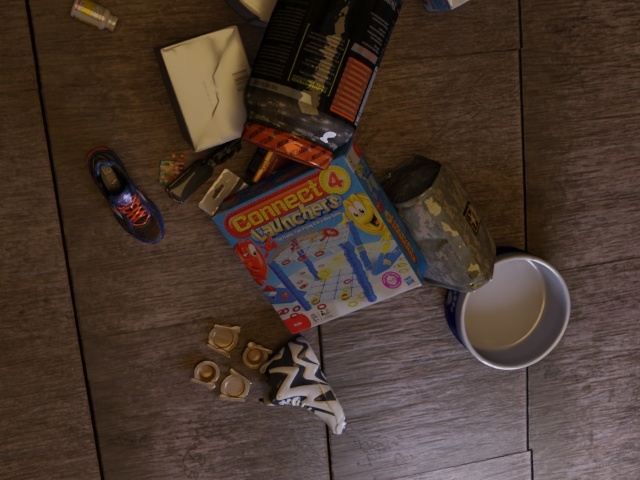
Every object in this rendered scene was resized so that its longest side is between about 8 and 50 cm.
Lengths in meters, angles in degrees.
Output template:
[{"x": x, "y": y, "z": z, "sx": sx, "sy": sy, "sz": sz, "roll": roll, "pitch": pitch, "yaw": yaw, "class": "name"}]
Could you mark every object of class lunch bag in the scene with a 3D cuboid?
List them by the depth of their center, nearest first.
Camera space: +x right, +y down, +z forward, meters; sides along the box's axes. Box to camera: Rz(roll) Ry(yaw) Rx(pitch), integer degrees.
[{"x": 0.237, "y": -0.033, "z": 1.732, "sx": 0.169, "sy": 0.287, "sz": 0.235, "roll": -34, "pitch": 107, "yaw": -4, "class": "lunch bag"}]

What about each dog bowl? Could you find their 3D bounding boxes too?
[{"x": 0.419, "y": 0.149, "z": 1.913, "sx": 0.264, "sy": 0.104, "sz": 0.265, "roll": -3, "pitch": 104, "yaw": -13, "class": "dog bowl"}]

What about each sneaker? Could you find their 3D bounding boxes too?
[{"x": -0.387, "y": -0.080, "z": 1.675, "sx": 0.083, "sy": 0.087, "sz": 0.221, "roll": -37, "pitch": 108, "yaw": -2, "class": "sneaker"}, {"x": -0.050, "y": 0.342, "z": 1.849, "sx": 0.153, "sy": 0.094, "sz": 0.235, "roll": -27, "pitch": 107, "yaw": -5, "class": "sneaker"}]

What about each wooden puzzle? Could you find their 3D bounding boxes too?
[{"x": -0.302, "y": -0.138, "z": 1.724, "sx": 0.049, "sy": 0.006, "sz": 0.083, "roll": 2, "pitch": 102, "yaw": -14, "class": "wooden puzzle"}]

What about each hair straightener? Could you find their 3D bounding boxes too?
[{"x": -0.207, "y": -0.153, "z": 1.697, "sx": 0.230, "sy": 0.089, "sz": 0.047, "roll": -37, "pitch": 109, "yaw": -7, "class": "hair straightener"}]

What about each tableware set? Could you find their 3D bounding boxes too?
[{"x": -0.196, "y": 0.266, "z": 1.835, "sx": 0.141, "sy": 0.020, "sz": 0.169, "roll": 26, "pitch": 95, "yaw": -18, "class": "tableware set"}]

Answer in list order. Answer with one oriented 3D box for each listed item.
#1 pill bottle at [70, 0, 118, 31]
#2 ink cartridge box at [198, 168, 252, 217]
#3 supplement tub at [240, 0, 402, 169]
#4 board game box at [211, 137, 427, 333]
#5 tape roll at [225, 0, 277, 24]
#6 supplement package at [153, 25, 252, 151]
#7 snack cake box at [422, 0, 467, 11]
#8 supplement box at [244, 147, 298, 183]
[{"x": -0.427, "y": -0.427, "z": 1.609, "sx": 0.083, "sy": 0.043, "sz": 0.043, "roll": 23, "pitch": 96, "yaw": -18, "class": "pill bottle"}, {"x": -0.149, "y": -0.055, "z": 1.751, "sx": 0.181, "sy": 0.061, "sz": 0.104, "roll": 35, "pitch": 94, "yaw": -18, "class": "ink cartridge box"}, {"x": -0.005, "y": -0.306, "z": 1.465, "sx": 0.207, "sy": 0.207, "sz": 0.338, "roll": 21, "pitch": 92, "yaw": -17, "class": "supplement tub"}, {"x": 0.000, "y": 0.000, "z": 1.651, "sx": 0.308, "sy": 0.086, "sz": 0.302, "roll": -24, "pitch": 112, "yaw": 25, "class": "board game box"}, {"x": -0.074, "y": -0.528, "z": 1.607, "sx": 0.246, "sy": 0.169, "sz": 0.246, "roll": -3, "pitch": 102, "yaw": -13, "class": "tape roll"}, {"x": -0.210, "y": -0.291, "z": 1.609, "sx": 0.149, "sy": 0.203, "sz": 0.194, "roll": -20, "pitch": 107, "yaw": -9, "class": "supplement package"}, {"x": 0.215, "y": -0.591, "z": 1.672, "sx": 0.089, "sy": 0.152, "sz": 0.264, "roll": -30, "pitch": 107, "yaw": -5, "class": "snack cake box"}, {"x": -0.049, "y": -0.120, "z": 1.738, "sx": 0.188, "sy": 0.104, "sz": 0.081, "roll": 27, "pitch": 95, "yaw": -18, "class": "supplement box"}]
